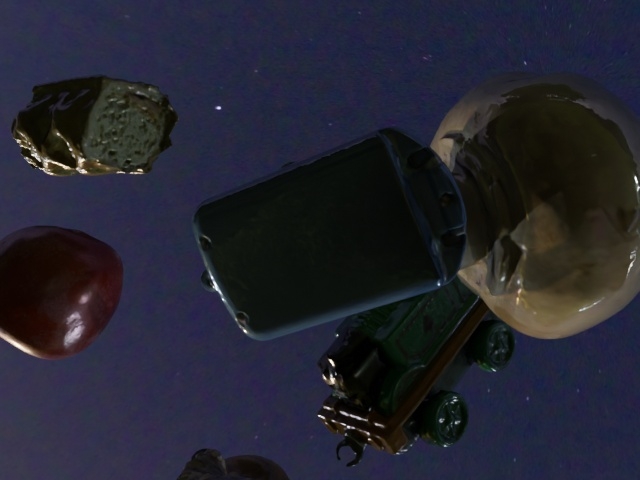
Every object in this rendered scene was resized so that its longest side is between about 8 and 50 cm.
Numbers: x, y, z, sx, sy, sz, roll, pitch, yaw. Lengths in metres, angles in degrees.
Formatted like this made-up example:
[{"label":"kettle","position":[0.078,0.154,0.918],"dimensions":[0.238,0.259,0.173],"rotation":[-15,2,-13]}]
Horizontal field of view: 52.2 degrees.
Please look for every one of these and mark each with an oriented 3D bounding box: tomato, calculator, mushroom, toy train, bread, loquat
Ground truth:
[{"label":"tomato","position":[-0.353,0.062,0.847],"dimensions":[0.187,0.151,0.187],"rotation":[2,-70,4]},{"label":"calculator","position":[0.000,0.000,0.473],"dimensions":[0.210,0.039,0.121],"rotation":[-20,-79,21]},{"label":"mushroom","position":[0.178,-0.017,0.714],"dimensions":[0.336,0.314,0.315],"rotation":[-21,-87,-9]},{"label":"toy train","position":[0.141,0.143,1.000],"dimensions":[0.178,0.429,0.249],"rotation":[0,-52,54]},{"label":"bread","position":[-0.453,-0.223,1.299],"dimensions":[0.252,0.238,0.196],"rotation":[9,-79,40]},{"label":"loquat","position":[-0.140,0.488,1.172],"dimensions":[0.213,0.213,0.213],"rotation":[4,-78,19]}]

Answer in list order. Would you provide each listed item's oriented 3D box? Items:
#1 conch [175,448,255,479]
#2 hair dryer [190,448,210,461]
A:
[{"label":"conch","position":[-0.082,0.312,0.643],"dimensions":[0.159,0.291,0.210],"rotation":[-37,-71,17]},{"label":"hair dryer","position":[-0.131,0.373,0.903],"dimensions":[0.154,0.054,0.106],"rotation":[37,-45,42]}]
